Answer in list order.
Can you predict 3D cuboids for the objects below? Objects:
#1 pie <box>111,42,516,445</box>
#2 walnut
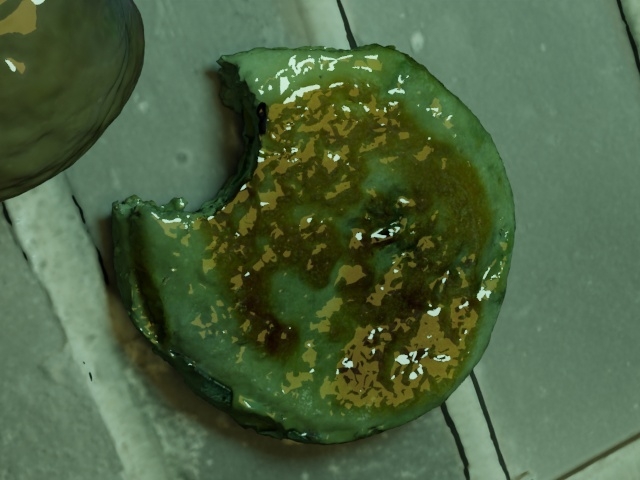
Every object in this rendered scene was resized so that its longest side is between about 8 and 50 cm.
[{"bbox_3d":[0.006,0.004,1.187,0.303,0.067,0.302,-5,102,-22],"label":"pie"},{"bbox_3d":[-0.227,-0.138,0.977,0.248,0.248,0.248,-4,102,-22],"label":"walnut"}]
